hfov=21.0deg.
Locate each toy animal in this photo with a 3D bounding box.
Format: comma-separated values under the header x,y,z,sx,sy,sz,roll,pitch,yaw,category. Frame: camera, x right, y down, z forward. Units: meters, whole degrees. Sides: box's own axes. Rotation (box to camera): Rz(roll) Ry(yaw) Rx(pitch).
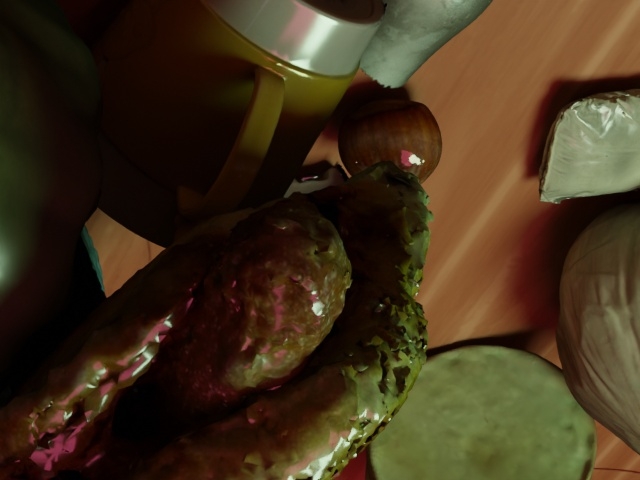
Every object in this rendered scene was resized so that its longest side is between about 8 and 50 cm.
x,y,z,sx,sy,sz,roll,pitch,yaw,category
-0.003,-0.005,1.511,0.071,0.085,0.124,-24,151,-24,toy animal

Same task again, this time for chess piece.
x,y,z,sx,sy,sz,roll,pitch,yaw,category
0.155,0.319,1.864,0.234,0.234,0.442,-12,146,-10,chess piece

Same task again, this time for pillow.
x,y,z,sx,sy,sz,roll,pitch,yaw,category
0.305,-0.090,1.560,0.229,0.051,0.128,-7,142,-19,pillow

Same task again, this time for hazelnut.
x,y,z,sx,sy,sz,roll,pitch,yaw,category
0.060,-0.079,1.442,0.086,0.086,0.086,-12,141,-10,hazelnut

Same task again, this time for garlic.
x,y,z,sx,sy,sz,roll,pitch,yaw,category
0.371,0.093,1.618,0.317,0.259,0.317,17,154,8,garlic

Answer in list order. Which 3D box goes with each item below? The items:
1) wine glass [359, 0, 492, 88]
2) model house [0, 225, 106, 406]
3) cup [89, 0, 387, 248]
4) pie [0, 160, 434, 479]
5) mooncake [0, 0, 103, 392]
x,y,z,sx,sy,sz,roll,pitch,yaw,category
0.098,-0.215,1.277,0.103,0.103,0.222,16,128,-37,wine glass
-0.276,0.077,1.356,0.226,0.241,0.261,-21,142,-3,model house
-0.069,-0.104,1.240,0.185,0.241,0.226,25,118,-25,cup
-0.075,0.107,1.188,0.395,0.180,0.418,-39,178,12,pie
-0.307,-0.036,1.118,0.356,0.356,0.194,-33,145,15,mooncake
